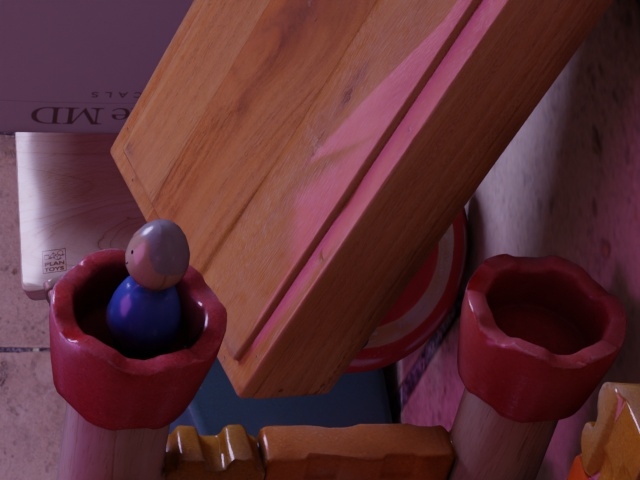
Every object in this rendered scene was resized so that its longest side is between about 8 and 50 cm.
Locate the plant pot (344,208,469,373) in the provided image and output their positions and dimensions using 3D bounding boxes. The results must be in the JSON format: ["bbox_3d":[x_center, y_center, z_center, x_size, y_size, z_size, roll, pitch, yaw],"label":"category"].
[{"bbox_3d":[0.000,0.000,1.187,0.174,0.191,0.191,-169,79,-66],"label":"plant pot"}]

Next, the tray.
[{"bbox_3d":[0.029,-0.124,0.933,0.411,0.076,0.203,-56,50,33],"label":"tray"}]

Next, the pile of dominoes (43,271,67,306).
[{"bbox_3d":[-0.092,0.006,1.357,0.196,0.251,0.040,116,131,-75],"label":"pile of dominoes"}]

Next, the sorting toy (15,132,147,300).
[{"bbox_3d":[-0.159,-0.063,1.692,0.089,0.257,0.255,81,-178,-63],"label":"sorting toy"}]

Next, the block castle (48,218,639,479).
[{"bbox_3d":[0.050,0.187,0.748,0.453,0.303,0.213,-108,25,-47],"label":"block castle"}]

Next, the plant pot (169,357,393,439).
[{"bbox_3d":[-0.038,0.140,1.355,0.166,0.165,0.234,133,119,-69],"label":"plant pot"}]

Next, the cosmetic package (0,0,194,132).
[{"bbox_3d":[-0.157,-0.329,1.497,0.393,0.329,0.327,113,153,-58],"label":"cosmetic package"}]
